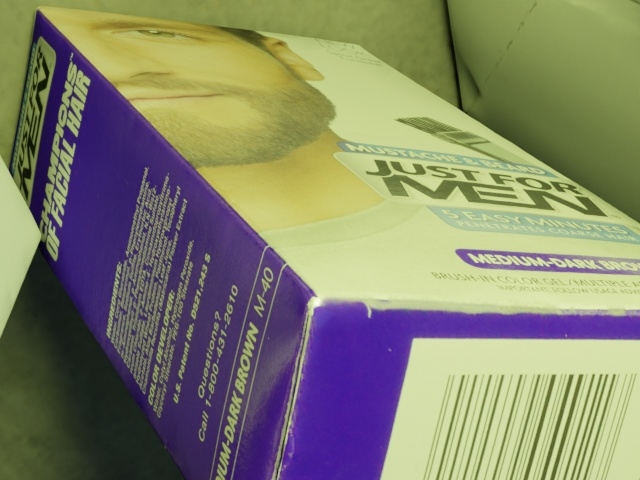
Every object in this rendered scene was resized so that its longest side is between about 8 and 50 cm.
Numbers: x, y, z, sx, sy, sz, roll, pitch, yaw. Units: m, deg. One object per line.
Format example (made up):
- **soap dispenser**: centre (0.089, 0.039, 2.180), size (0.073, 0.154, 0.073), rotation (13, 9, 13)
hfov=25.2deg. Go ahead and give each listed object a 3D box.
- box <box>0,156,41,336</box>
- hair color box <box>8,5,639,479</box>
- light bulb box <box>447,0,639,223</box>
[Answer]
- **box**: centre (-0.222, 0.018, 0.589), size (0.171, 0.130, 0.091), rotation (-12, 123, 15)
- **hair color box**: centre (0.000, 0.000, 0.603), size (0.185, 0.339, 0.110), rotation (3, 110, -28)
- **light bulb box**: centre (0.291, -0.154, 0.666), size (0.361, 0.358, 0.225), rotation (-22, 122, -17)
